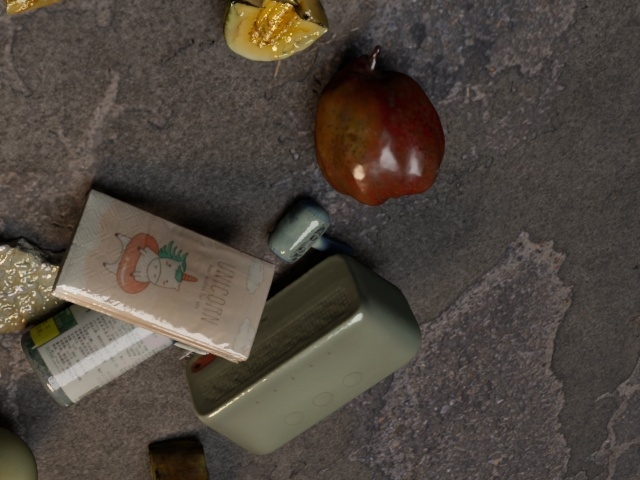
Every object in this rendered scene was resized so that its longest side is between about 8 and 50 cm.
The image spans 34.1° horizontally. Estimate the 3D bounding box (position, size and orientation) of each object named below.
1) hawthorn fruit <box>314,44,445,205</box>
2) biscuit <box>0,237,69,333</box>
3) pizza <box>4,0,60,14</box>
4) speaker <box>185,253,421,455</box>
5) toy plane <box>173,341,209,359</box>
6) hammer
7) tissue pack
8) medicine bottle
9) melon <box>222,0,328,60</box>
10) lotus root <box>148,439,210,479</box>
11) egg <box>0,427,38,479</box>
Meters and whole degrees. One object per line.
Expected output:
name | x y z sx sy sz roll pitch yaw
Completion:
hawthorn fruit | 0.090 -0.185 1.635 0.208 0.208 0.248 -15 114 -16
biscuit | -0.491 0.070 1.645 0.265 0.040 0.188 -14 133 -19
pizza | -0.342 -0.381 1.322 0.182 0.062 0.161 -22 129 -8
speaker | -0.039 0.204 1.878 0.406 0.183 0.184 -36 138 15
toy plane | -0.241 0.190 1.877 0.084 0.024 0.078 11 126 -1
hammer | 0.000 0.000 1.838 0.116 0.069 0.194 -48 141 15
tissue pack | -0.239 0.060 1.631 0.325 0.071 0.170 24 70 -21
medicine bottle | -0.330 0.142 1.711 0.293 0.141 0.141 -30 136 -10
melon | -0.082 -0.323 1.506 0.160 0.079 0.128 7 142 -34
lotus root | -0.275 0.505 2.084 0.118 0.138 0.235 -9 137 -8
egg | -0.595 0.429 1.794 0.188 0.189 0.254 20 127 -39
